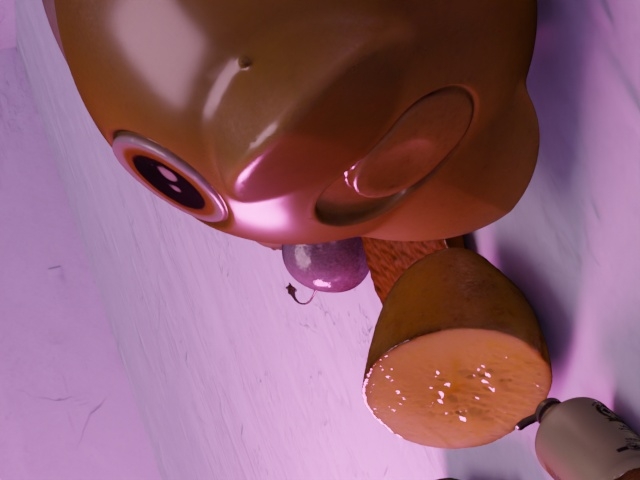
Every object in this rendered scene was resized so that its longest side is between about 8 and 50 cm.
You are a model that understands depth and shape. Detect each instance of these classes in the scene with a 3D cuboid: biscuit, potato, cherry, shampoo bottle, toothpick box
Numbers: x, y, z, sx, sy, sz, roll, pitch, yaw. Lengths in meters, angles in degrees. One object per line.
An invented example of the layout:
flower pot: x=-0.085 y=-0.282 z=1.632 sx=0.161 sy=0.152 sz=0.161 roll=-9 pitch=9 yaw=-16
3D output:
biscuit: x=0.100 y=0.000 z=1.739 sx=0.262 sy=0.037 sz=0.262 roll=167 pitch=90 yaw=-73
potato: x=0.130 y=0.083 z=1.540 sx=0.203 sy=0.178 sz=0.158 roll=81 pitch=-171 yaw=-55
cherry: x=-0.004 y=-0.006 z=1.939 sx=0.148 sy=0.115 sz=0.188 roll=61 pitch=172 yaw=-15
shampoo bottle: x=0.234 y=0.184 z=1.383 sx=0.162 sy=0.079 sz=0.079 roll=-132 pitch=33 yaw=-58
toothpick box: x=-0.028 y=-0.205 z=1.368 sx=0.425 sy=0.408 sz=0.409 roll=59 pitch=156 yaw=30

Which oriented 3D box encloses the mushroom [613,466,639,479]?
mushroom: x=0.266 y=0.297 z=1.210 sx=0.253 sy=0.153 sz=0.253 roll=-14 pitch=-90 yaw=-81

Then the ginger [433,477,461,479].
ginger: x=0.153 y=0.324 z=1.735 sx=0.290 sy=0.089 sz=0.137 roll=143 pitch=131 yaw=-66

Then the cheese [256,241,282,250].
cheese: x=-0.061 y=-0.086 z=2.091 sx=0.175 sy=0.091 sz=0.203 roll=-165 pitch=64 yaw=-72
